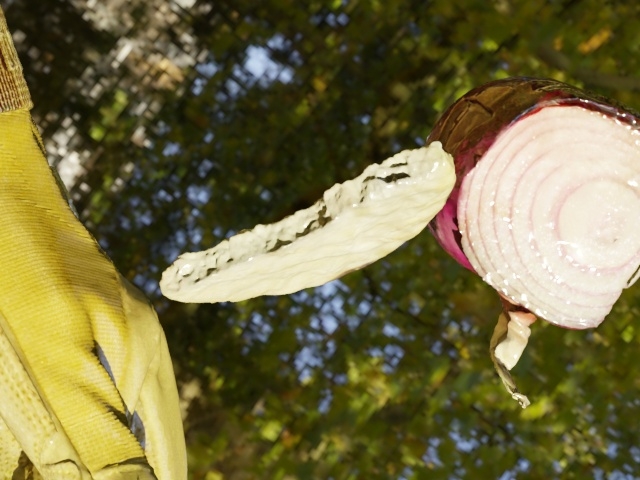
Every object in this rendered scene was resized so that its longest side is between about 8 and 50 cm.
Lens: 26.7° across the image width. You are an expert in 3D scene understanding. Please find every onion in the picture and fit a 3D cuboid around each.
[{"bbox_3d":[0.213,-0.044,1.311,0.272,0.256,0.230,-35,-165,1],"label":"onion"}]

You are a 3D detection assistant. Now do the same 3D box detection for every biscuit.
[{"bbox_3d":[0.004,-0.001,1.072,0.250,0.133,0.032,-26,-113,15],"label":"biscuit"}]

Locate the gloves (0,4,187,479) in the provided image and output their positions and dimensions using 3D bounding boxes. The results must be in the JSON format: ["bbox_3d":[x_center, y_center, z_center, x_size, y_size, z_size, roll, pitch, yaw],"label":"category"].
[{"bbox_3d":[-0.142,0.055,0.573,0.154,0.331,0.141,-19,177,7],"label":"gloves"}]
